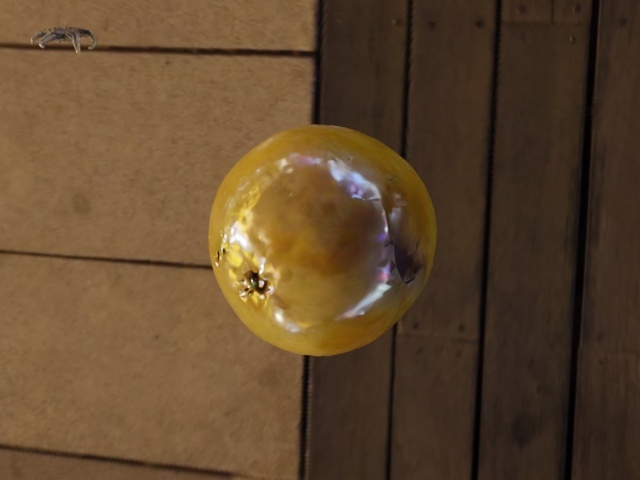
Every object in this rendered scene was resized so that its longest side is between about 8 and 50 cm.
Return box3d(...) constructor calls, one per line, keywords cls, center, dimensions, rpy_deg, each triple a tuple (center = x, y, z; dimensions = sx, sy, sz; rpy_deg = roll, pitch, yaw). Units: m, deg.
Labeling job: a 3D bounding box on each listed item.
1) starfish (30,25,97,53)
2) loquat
box3d(cls="starfish", center=(-0.334, -0.263, 1.365), dimensions=(0.091, 0.078, 0.028), rpy_deg=(3, 111, 10))
box3d(cls="loquat", center=(0.000, 0.000, 1.196), dimensions=(0.263, 0.263, 0.263), rpy_deg=(2, 97, 14))
